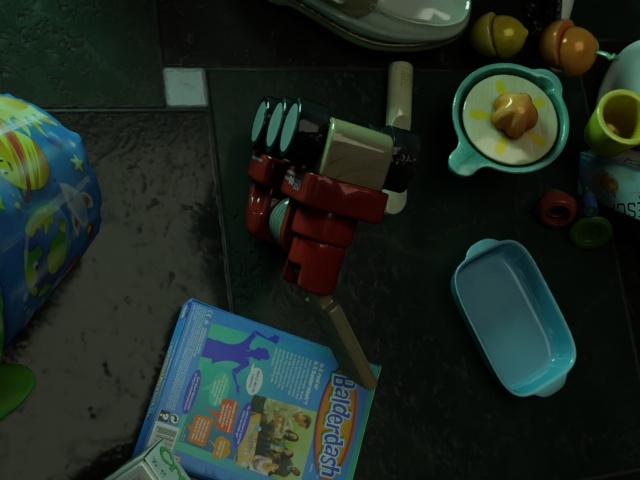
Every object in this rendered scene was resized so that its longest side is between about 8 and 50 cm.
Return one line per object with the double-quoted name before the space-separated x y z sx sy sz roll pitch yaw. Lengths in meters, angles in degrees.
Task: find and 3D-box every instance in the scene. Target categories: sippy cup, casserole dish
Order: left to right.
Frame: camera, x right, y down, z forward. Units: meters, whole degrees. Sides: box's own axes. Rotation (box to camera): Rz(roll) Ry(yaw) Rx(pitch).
"sippy cup" -0.300 -0.008 0.687 0.240 0.305 0.224 36 34 0
"casserole dish" 0.214 0.089 0.976 0.114 0.037 0.188 -26 87 -24

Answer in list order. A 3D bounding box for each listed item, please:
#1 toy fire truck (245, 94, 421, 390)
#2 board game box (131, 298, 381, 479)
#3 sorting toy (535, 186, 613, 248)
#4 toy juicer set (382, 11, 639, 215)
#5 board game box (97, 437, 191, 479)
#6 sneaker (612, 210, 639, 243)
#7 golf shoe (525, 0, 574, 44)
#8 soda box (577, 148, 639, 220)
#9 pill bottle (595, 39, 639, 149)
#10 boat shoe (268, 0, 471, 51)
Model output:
"toy fire truck" 0.000 0.000 0.838 0.158 0.217 0.246 15 96 -18
"board game box" -0.058 0.168 0.848 0.210 0.047 0.160 22 70 -14
"sorting toy" 0.308 -0.035 1.037 0.102 0.061 0.042 28 40 -18
"toy juicer set" 0.199 -0.168 0.974 0.329 0.089 0.209 -14 75 -11
"board game box" -0.130 0.346 0.725 0.193 0.053 0.305 -34 91 10
"sneaker" 0.431 0.011 1.065 0.166 0.065 0.076 26 75 -11
"golf shoe" 0.316 -0.333 1.092 0.094 0.077 0.198 12 75 -18
"soda box" 0.383 -0.059 0.995 0.063 0.183 0.058 -13 114 -23
"pill bottle" 0.478 -0.159 1.082 0.229 0.131 0.131 15 73 -17
"boat shoe" 0.031 -0.294 0.937 0.302 0.103 0.113 14 71 -8
